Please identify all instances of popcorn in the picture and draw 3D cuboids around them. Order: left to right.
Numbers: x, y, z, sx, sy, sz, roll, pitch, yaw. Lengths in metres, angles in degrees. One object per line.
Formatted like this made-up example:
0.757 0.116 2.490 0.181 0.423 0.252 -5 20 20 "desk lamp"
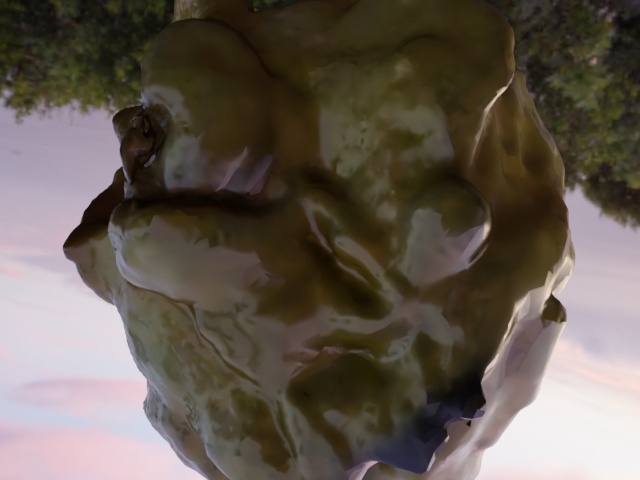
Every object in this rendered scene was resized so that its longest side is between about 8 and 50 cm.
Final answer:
0.000 0.000 0.426 0.252 0.286 0.215 20 -169 5 "popcorn"

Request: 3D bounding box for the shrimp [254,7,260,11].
-0.108 -0.208 0.840 0.108 0.023 0.059 -24 158 7 "shrimp"
